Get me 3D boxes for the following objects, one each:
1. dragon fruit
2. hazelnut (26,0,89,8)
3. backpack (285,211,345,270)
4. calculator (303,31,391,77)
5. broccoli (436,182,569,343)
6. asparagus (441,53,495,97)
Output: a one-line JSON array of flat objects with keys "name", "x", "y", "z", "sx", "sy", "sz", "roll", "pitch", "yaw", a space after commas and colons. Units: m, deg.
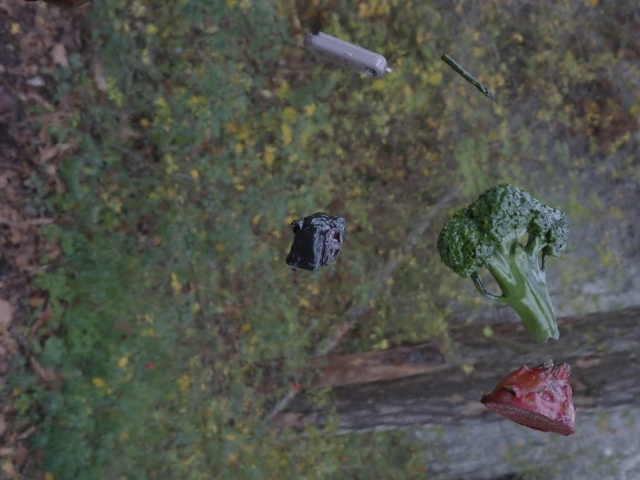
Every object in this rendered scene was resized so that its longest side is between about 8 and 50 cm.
[{"name": "dragon fruit", "x": 0.343, "y": 0.237, "z": 1.431, "sx": 0.153, "sy": 0.153, "sz": 0.110, "roll": 47, "pitch": 58, "yaw": -50}, {"name": "hazelnut", "x": -0.389, "y": -0.448, "z": 1.417, "sx": 0.202, "sy": 0.170, "sz": 0.160, "roll": -10, "pitch": 117, "yaw": -37}, {"name": "backpack", "x": 0.001, "y": -0.004, "z": 1.979, "sx": 0.165, "sy": 0.106, "sz": 0.119, "roll": -32, "pitch": 132, "yaw": -55}, {"name": "calculator", "x": 0.051, "y": -0.348, "z": 1.677, "sx": 0.100, "sy": 0.175, "sz": 0.032, "roll": -22, "pitch": 134, "yaw": -88}, {"name": "broccoli", "x": 0.391, "y": 0.020, "z": 1.841, "sx": 0.302, "sy": 0.186, "sz": 0.254, "roll": 45, "pitch": 70, "yaw": -26}, {"name": "asparagus", "x": 0.249, "y": -0.276, "z": 1.508, "sx": 0.114, "sy": 0.014, "sz": 0.015, "roll": 44, "pitch": 46, "yaw": 12}]
